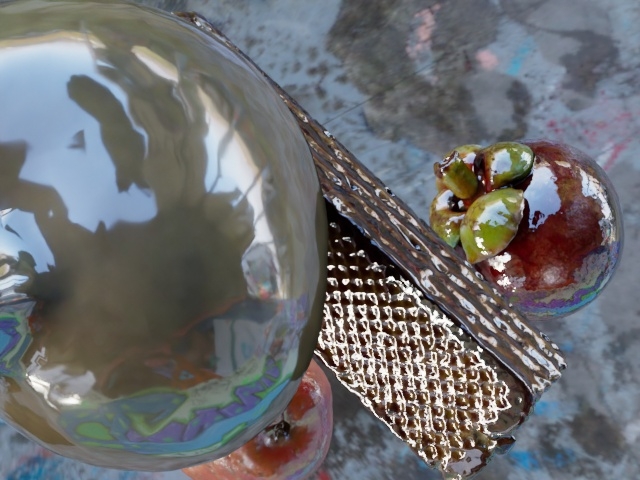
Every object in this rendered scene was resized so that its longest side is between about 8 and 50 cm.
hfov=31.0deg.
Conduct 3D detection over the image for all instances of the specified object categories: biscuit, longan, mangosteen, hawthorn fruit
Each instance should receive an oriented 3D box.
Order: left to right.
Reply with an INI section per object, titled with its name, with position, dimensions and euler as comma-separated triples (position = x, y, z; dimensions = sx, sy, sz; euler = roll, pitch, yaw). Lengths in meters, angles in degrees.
[longan]
position = -0.127, -0.004, 0.669
dimensions = 0.300, 0.300, 0.243
euler = 25, 122, -12
[hawthorn fruit]
position = -0.069, 0.173, 1.169
dimensions = 0.189, 0.189, 0.189
euler = 0, 92, -13
[biscuit]
position = 0.000, 0.000, 0.815
dimensions = 0.388, 0.073, 0.107
euler = 44, 125, 13
[mangosteen]
position = 0.179, -0.018, 1.055
dimensions = 0.199, 0.200, 0.200
euler = 0, 92, -13
